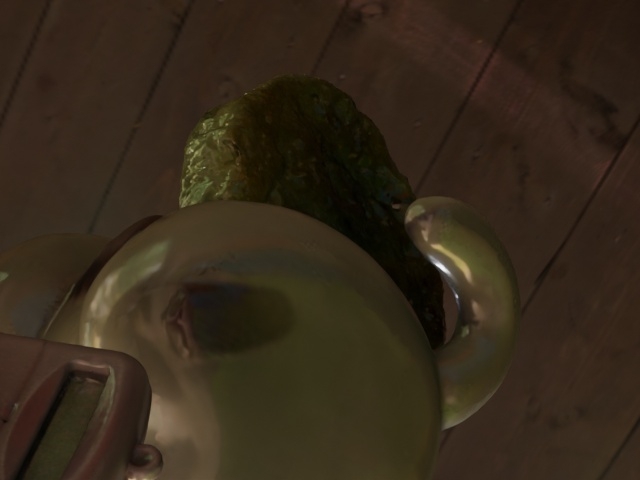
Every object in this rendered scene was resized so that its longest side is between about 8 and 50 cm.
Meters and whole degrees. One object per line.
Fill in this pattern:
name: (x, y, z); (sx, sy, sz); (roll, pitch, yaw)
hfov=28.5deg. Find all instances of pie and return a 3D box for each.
pie: (0.000, 0.000, 0.937); (0.078, 0.277, 0.277); (-24, -88, 31)

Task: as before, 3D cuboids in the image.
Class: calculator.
calculator: (-0.144, 0.071, 0.475); (0.175, 0.100, 0.032); (8, -53, 7)

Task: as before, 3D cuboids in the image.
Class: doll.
doll: (-0.093, 0.092, 0.695); (0.370, 0.226, 0.215); (-9, -82, 40)
